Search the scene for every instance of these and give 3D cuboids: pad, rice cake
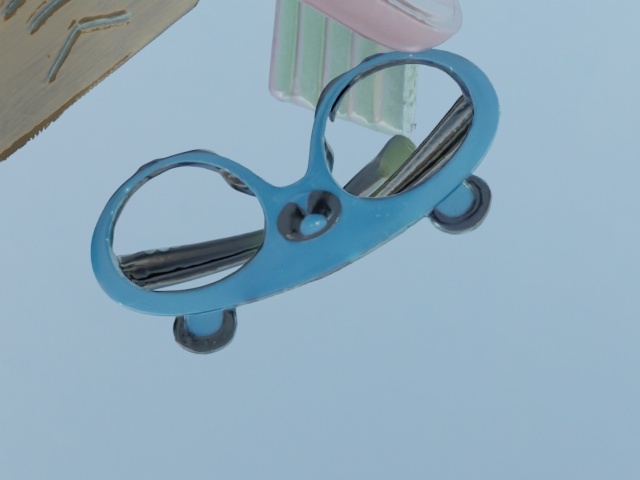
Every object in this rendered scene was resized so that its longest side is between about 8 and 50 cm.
[{"bbox_3d":[-0.225,-0.236,1.140,0.018,0.284,0.286,26,-121,37],"label":"pad"},{"bbox_3d":[0.025,-0.217,1.414,0.189,0.198,0.037,19,-163,31],"label":"rice cake"}]

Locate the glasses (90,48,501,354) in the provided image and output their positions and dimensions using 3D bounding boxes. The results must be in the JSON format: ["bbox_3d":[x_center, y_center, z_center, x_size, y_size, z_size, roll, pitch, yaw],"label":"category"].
[{"bbox_3d":[-0.016,-0.033,0.832,0.239,0.207,0.102,-26,-80,-1],"label":"glasses"}]

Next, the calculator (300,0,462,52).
[{"bbox_3d":[-0.055,-0.187,0.533,0.220,0.048,0.329,26,-151,-40],"label":"calculator"}]
